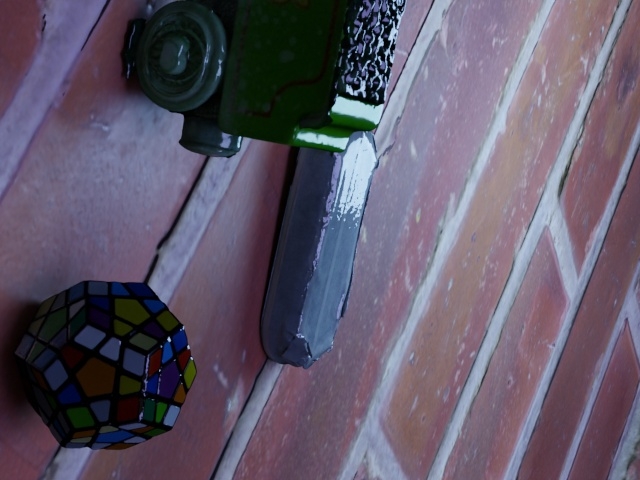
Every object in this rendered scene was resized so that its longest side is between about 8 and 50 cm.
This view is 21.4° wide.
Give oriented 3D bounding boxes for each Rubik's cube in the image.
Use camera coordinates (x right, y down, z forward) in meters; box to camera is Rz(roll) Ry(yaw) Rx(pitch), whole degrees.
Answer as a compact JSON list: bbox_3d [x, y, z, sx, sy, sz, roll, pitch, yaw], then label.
[{"bbox_3d":[-0.157,0.092,1.237,0.133,0.133,0.112,35,44,-63],"label":"Rubik's cube"}]

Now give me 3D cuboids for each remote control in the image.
[{"bbox_3d":[0.000,0.000,1.595,0.104,0.052,0.247,0,103,-63],"label":"remote control"}]

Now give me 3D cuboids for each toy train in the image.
[{"bbox_3d":[-0.033,-0.178,1.292,0.132,0.188,0.243,4,98,-64],"label":"toy train"}]
